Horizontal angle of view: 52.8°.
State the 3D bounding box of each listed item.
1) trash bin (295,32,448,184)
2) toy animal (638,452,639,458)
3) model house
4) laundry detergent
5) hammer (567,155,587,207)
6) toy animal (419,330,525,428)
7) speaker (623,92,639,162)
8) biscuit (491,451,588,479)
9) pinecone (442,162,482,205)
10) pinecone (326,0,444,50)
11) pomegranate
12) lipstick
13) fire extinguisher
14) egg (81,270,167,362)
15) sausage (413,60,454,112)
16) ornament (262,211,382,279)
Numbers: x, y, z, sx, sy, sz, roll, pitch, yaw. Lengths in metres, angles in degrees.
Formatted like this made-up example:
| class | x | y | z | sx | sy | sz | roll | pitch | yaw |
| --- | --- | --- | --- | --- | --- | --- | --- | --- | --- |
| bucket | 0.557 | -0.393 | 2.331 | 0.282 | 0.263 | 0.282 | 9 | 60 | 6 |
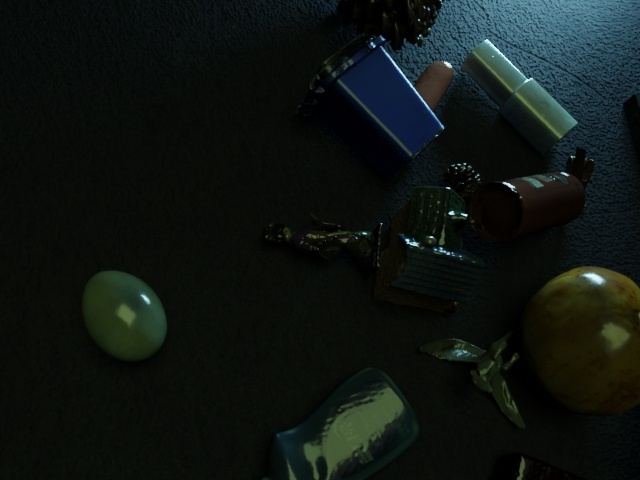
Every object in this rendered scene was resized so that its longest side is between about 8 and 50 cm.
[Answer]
| class | x | y | z | sx | sy | sz | roll | pitch | yaw |
| --- | --- | --- | --- | --- | --- | --- | --- | --- | --- |
| trash bin | 0.092 | -0.233 | 1.181 | 0.184 | 0.162 | 0.234 | -42 | 89 | -23 |
| toy animal | 0.635 | 0.379 | 1.002 | 0.255 | 0.176 | 0.239 | -34 | 62 | -27 |
| model house | 0.194 | 0.012 | 1.097 | 0.166 | 0.172 | 0.183 | 12 | 67 | -8 |
| laundry detergent | 0.010 | 0.323 | 0.975 | 0.289 | 0.094 | 0.143 | -33 | 84 | -23 |
| hammer | 0.529 | -0.120 | 1.313 | 0.035 | 0.019 | 0.110 | 2 | 71 | -13 |
| toy animal | 0.300 | 0.205 | 1.091 | 0.219 | 0.095 | 0.155 | 45 | 71 | 5 |
| speaker | 0.719 | -0.209 | 1.377 | 0.082 | 0.044 | 0.218 | 0 | 69 | -13 |
| biscuit | 0.458 | 0.460 | 1.042 | 0.388 | 0.073 | 0.107 | 23 | 65 | -4 |
| pinecone | 0.266 | -0.105 | 1.216 | 0.077 | 0.077 | 0.083 | -25 | 53 | -21 |
| pinecone | 0.136 | -0.508 | 1.255 | 0.257 | 0.243 | 0.243 | 39 | 66 | 9 |
| pomegranate | 0.447 | 0.167 | 1.076 | 0.248 | 0.248 | 0.248 | 5 | 68 | -12 |
| lipstick | 0.398 | -0.293 | 1.315 | 0.077 | 0.079 | 0.253 | -40 | 81 | -22 |
| fire extinguisher | 0.410 | -0.090 | 1.178 | 0.336 | 0.147 | 0.106 | -14 | 33 | -44 |
| egg | -0.297 | 0.112 | 0.972 | 0.114 | 0.114 | 0.152 | -33 | 76 | -22 |
| sausage | 0.211 | -0.292 | 1.278 | 0.062 | 0.062 | 0.154 | 33 | 65 | 0 |
| ornament | 0.004 | -0.007 | 1.107 | 0.203 | 0.088 | 0.081 | 16 | 65 | -5 |
